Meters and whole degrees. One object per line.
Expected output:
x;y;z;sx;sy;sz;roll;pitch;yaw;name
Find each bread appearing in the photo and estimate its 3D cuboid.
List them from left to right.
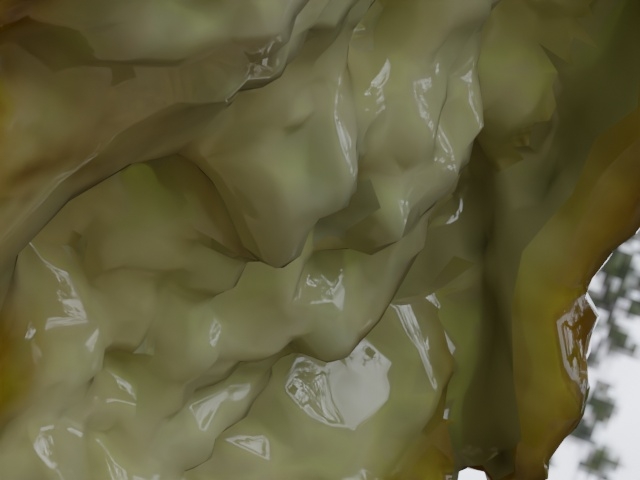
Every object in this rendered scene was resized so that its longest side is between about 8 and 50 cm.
-0.053;-0.110;0.463;0.250;0.361;0.394;21;26;-25;bread
